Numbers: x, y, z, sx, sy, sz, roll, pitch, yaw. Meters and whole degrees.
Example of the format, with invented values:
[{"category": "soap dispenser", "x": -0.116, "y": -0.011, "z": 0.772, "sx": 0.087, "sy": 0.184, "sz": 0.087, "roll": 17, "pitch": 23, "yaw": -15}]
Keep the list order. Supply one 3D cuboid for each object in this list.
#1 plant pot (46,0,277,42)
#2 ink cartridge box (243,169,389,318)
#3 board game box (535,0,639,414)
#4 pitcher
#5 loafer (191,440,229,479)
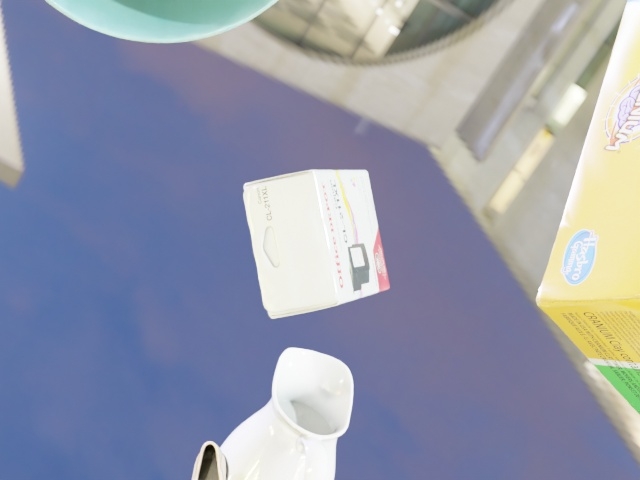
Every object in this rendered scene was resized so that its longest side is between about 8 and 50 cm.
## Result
[{"category": "plant pot", "x": -0.149, "y": -0.364, "z": 1.208, "sx": 0.293, "sy": 0.293, "sz": 0.235, "roll": 22, "pitch": -151, "yaw": -25}, {"category": "ink cartridge box", "x": 0.000, "y": 0.000, "z": 1.270, "sx": 0.175, "sy": 0.072, "sz": 0.127, "roll": -10, "pitch": -91, "yaw": -72}, {"category": "board game box", "x": 0.252, "y": -0.034, "z": 0.801, "sx": 0.242, "sy": 0.064, "sz": 0.316, "roll": 43, "pitch": -124, "yaw": -36}, {"category": "pitcher", "x": -0.039, "y": 0.239, "z": 1.333, "sx": 0.125, "sy": 0.207, "sz": 0.178, "roll": 18, "pitch": -146, "yaw": -12}, {"category": "loafer", "x": -0.105, "y": 0.246, "z": 1.226, "sx": 0.045, "sy": 0.039, "sz": 0.125, "roll": -2, "pitch": -125, "yaw": 1}]
